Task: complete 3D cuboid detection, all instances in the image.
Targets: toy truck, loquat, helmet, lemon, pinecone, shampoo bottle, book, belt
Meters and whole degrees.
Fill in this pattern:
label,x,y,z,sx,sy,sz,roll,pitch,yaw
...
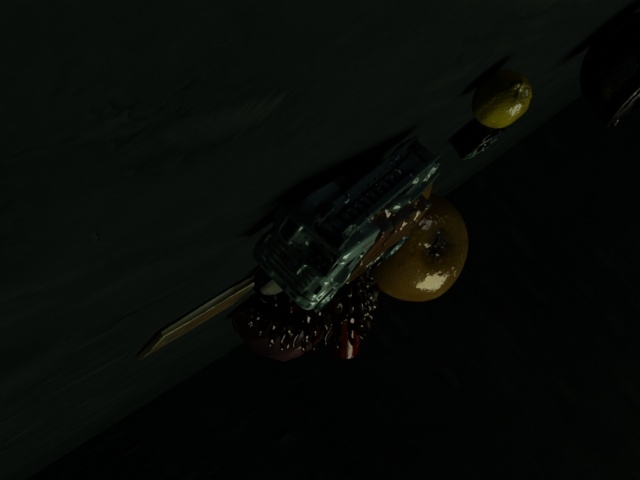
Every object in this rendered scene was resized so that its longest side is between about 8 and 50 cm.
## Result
label,x,y,z,sx,sy,sz,roll,pitch,yaw
toy truck,0.045,-0.032,1.165,0.338,0.133,0.184,-34,165,-50
loquat,0.222,0.013,1.937,0.263,0.263,0.263,-35,175,-4
helmet,0.629,-0.370,1.658,0.231,0.160,0.278,-31,159,-44
lemon,0.267,-0.210,1.207,0.082,0.082,0.110,-33,171,-21
pinecone,-0.020,0.121,1.730,0.292,0.246,0.246,-16,176,3
helmet,-0.081,0.206,2.172,0.271,0.197,0.338,-37,174,-6
shampoo bottle,0.065,0.139,2.067,0.076,0.314,0.118,4,-156,6
book,-0.235,0.147,1.597,0.242,0.018,0.170,-31,175,-35
belt,0.320,-0.210,1.681,0.105,0.058,0.140,-32,175,-3

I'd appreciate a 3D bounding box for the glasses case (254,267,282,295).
label,x,y,z,sx,sy,sz,roll,pitch,yaw
glasses case,0.000,0.000,1.519,0.299,0.060,0.114,-39,174,33

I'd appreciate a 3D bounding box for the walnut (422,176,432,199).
label,x,y,z,sx,sy,sz,roll,pitch,yaw
walnut,0.156,-0.079,1.671,0.167,0.087,0.211,-35,177,43
